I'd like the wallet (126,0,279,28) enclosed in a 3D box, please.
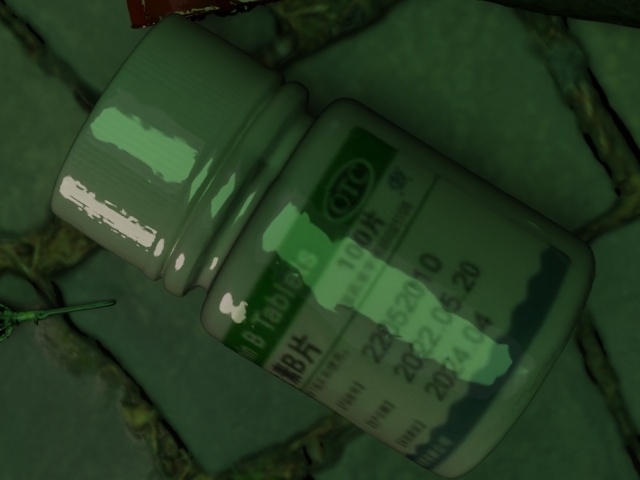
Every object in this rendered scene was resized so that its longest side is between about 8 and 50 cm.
[{"bbox_3d":[-0.047,-0.214,0.652,0.142,0.045,0.204,-10,101,9],"label":"wallet"}]

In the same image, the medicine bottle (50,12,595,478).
[{"bbox_3d":[0.000,0.000,0.643,0.237,0.139,0.139,32,104,-2],"label":"medicine bottle"}]

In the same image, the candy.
[{"bbox_3d":[-0.153,0.042,0.734,0.083,0.023,0.025,-7,93,-1],"label":"candy"}]

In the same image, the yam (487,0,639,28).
[{"bbox_3d":[0.156,-0.137,0.628,0.179,0.078,0.078,10,103,6],"label":"yam"}]
